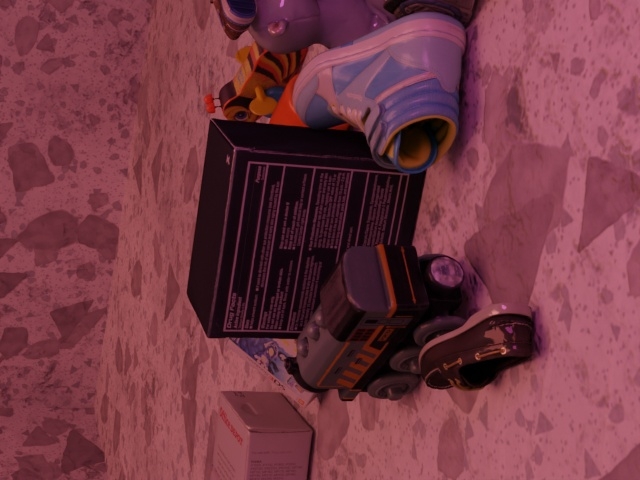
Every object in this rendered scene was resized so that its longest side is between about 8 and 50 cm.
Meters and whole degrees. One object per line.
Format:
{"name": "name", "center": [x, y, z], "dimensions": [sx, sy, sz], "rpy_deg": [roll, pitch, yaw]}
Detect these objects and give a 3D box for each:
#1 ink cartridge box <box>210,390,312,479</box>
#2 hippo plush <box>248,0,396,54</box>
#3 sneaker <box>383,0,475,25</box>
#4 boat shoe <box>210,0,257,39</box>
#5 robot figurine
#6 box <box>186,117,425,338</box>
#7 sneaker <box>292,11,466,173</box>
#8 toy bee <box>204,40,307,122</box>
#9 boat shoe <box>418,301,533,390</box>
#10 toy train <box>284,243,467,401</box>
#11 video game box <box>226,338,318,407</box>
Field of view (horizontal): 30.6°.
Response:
{"name": "ink cartridge box", "center": [-0.120, 0.459, 2.180], "dimensions": [0.226, 0.131, 0.306], "rpy_deg": [-147, 63, -67]}
{"name": "hippo plush", "center": [-0.011, -0.363, 1.836], "dimensions": [0.234, 0.237, 0.294], "rpy_deg": [-140, 56, -65]}
{"name": "sneaker", "center": [0.181, -0.374, 1.556], "dimensions": [0.297, 0.111, 0.129], "rpy_deg": [-29, 44, 63]}
{"name": "boat shoe", "center": [-0.140, -0.380, 1.762], "dimensions": [0.066, 0.066, 0.183], "rpy_deg": [123, 149, -46]}
{"name": "robot figurine", "center": [-0.019, -0.204, 2.002], "dimensions": [0.158, 0.128, 0.219], "rpy_deg": [54, 145, 16]}
{"name": "box", "center": [-0.031, -0.015, 1.767], "dimensions": [0.183, 0.294, 0.296], "rpy_deg": [-132, 49, -62]}
{"name": "sneaker", "center": [0.070, -0.171, 1.640], "dimensions": [0.319, 0.127, 0.208], "rpy_deg": [-23, 59, 48]}
{"name": "toy bee", "center": [-0.136, -0.282, 2.280], "dimensions": [0.195, 0.162, 0.298], "rpy_deg": [-128, 44, -58]}
{"name": "boat shoe", "center": [0.188, 0.149, 1.457], "dimensions": [0.228, 0.081, 0.068], "rpy_deg": [131, 141, -56]}
{"name": "toy train", "center": [0.073, 0.120, 1.617], "dimensions": [0.334, 0.190, 0.142], "rpy_deg": [123, 145, -53]}
{"name": "video game box", "center": [-0.058, 0.171, 2.014], "dimensions": [0.048, 0.187, 0.205], "rpy_deg": [-46, -13, -42]}
